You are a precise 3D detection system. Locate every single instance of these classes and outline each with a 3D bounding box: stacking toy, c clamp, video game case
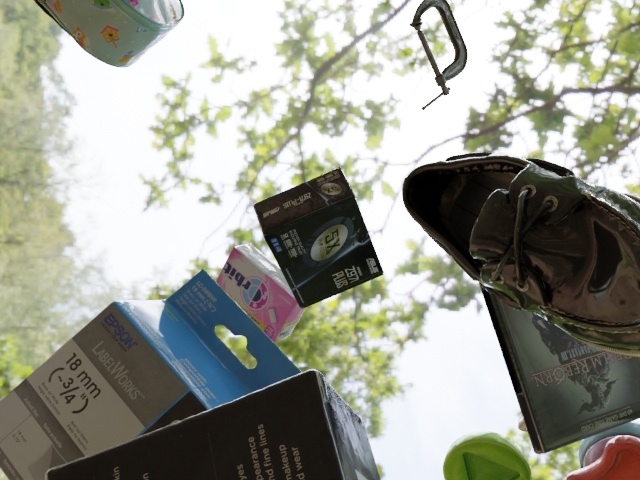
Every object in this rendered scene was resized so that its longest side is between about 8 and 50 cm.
[{"bbox_3d":[0.356,0.342,1.242,0.309,0.279,0.130,-42,-172,28],"label":"stacking toy"},{"bbox_3d":[0.188,-0.312,1.309,0.022,0.137,0.160,4,-57,54],"label":"c clamp"},{"bbox_3d":[0.303,0.102,1.003,0.026,0.196,0.274,-41,-116,63],"label":"video game case"}]

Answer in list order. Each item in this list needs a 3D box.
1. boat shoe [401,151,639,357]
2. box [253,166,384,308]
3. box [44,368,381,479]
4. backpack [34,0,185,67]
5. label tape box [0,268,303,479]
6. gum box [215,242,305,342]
[{"bbox_3d":[0.165,-0.007,0.665,0.340,0.113,0.127,-126,-130,-62],"label":"boat shoe"},{"bbox_3d":[0.000,0.000,1.248,0.077,0.147,0.180,-113,180,-48],"label":"box"},{"bbox_3d":[-0.041,0.172,0.401,0.093,0.158,0.156,58,13,-55],"label":"box"},{"bbox_3d":[-0.226,-0.282,0.846,0.144,0.188,0.166,-29,-166,18],"label":"backpack"},{"bbox_3d":[-0.209,0.202,0.982,0.240,0.334,0.106,43,-11,22],"label":"label tape box"},{"bbox_3d":[-0.121,0.099,1.611,0.188,0.062,0.107,39,-66,20],"label":"gum box"}]
